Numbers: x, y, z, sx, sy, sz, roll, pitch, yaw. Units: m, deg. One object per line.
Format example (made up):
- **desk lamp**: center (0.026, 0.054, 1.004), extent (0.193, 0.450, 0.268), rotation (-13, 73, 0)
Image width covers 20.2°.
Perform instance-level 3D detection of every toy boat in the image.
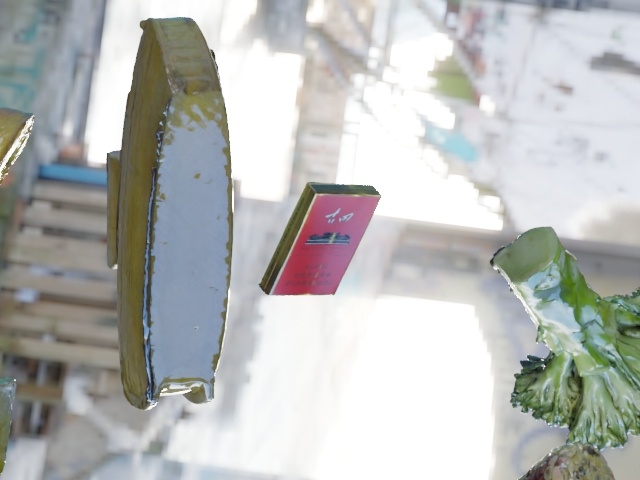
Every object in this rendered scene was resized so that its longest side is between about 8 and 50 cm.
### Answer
- **toy boat**: center (-0.120, -0.018, 1.405), extent (0.121, 0.089, 0.321), rotation (-137, -134, -59)

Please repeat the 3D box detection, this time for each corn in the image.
- **corn**: center (0.219, 0.289, 1.850), extent (0.253, 0.086, 0.086), rotation (127, -23, -51)

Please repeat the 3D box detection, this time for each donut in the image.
- **donut**: center (-0.360, -0.105, 2.008), extent (0.108, 0.043, 0.097), rotation (-67, -176, -35)

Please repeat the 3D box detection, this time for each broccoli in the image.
- **broccoli**: center (0.347, 0.096, 2.230), extent (0.361, 0.252, 0.221), rotation (73, 16, -54)

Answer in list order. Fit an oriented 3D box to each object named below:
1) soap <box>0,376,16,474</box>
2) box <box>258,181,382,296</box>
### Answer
- **soap**: center (-0.486, 0.263, 1.930), extent (0.169, 0.338, 0.304), rotation (15, 82, -49)
- **box**: center (0.000, 0.000, 1.854), extent (0.023, 0.090, 0.133), rotation (49, -56, 38)
